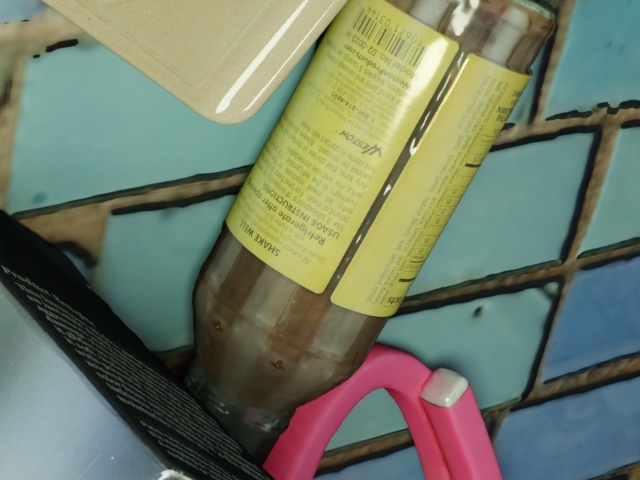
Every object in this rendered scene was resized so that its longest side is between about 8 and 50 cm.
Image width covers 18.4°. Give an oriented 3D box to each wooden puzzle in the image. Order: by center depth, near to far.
[{"bbox_3d":[-0.053,-0.192,0.933,0.221,0.044,0.238,-51,136,3],"label":"wooden puzzle"}]

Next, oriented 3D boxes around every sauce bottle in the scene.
[{"bbox_3d":[0.000,0.000,1.077,0.111,0.111,0.344,16,110,-48],"label":"sauce bottle"}]

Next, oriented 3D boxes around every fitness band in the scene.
[{"bbox_3d":[0.036,0.199,1.256,0.209,0.054,0.291,-47,135,-30],"label":"fitness band"}]

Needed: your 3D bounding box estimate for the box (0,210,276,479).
[{"bbox_3d":[-0.188,0.156,0.882,0.296,0.294,0.183,-50,138,1],"label":"box"}]
